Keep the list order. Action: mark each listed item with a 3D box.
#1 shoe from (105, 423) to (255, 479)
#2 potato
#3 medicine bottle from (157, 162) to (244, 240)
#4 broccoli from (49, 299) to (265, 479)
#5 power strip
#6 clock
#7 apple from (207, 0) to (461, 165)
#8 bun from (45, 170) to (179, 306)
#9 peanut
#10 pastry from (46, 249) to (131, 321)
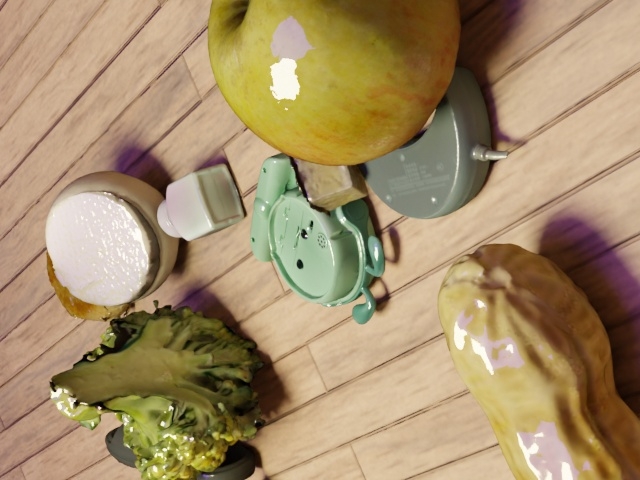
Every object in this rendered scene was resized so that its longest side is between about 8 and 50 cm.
[{"bbox_3d":[-0.180,0.245,2.137,0.241,0.108,0.093,12,115,45],"label":"shoe"},{"bbox_3d":[0.002,-0.092,1.692,0.061,0.086,0.122,-21,78,16],"label":"potato"},{"bbox_3d":[-0.147,-0.040,1.982,0.118,0.055,0.074,-24,87,56],"label":"medicine bottle"},{"bbox_3d":[-0.207,0.208,1.990,0.242,0.273,0.180,44,135,31],"label":"broccoli"},{"bbox_3d":[0.105,-0.090,1.597,0.216,0.044,0.137,-8,99,57],"label":"power strip"},{"bbox_3d":[0.001,0.000,1.781,0.188,0.060,0.148,42,137,35],"label":"clock"},{"bbox_3d":[0.008,-0.192,1.519,0.261,0.194,0.261,-36,48,52],"label":"apple"},{"bbox_3d":[-0.254,-0.010,2.092,0.173,0.120,0.173,8,114,19],"label":"bun"},{"bbox_3d":[0.210,0.142,1.481,0.147,0.147,0.305,-27,87,57],"label":"peanut"},{"bbox_3d":[-0.308,0.039,2.236,0.153,0.081,0.153,24,121,49],"label":"pastry"}]
